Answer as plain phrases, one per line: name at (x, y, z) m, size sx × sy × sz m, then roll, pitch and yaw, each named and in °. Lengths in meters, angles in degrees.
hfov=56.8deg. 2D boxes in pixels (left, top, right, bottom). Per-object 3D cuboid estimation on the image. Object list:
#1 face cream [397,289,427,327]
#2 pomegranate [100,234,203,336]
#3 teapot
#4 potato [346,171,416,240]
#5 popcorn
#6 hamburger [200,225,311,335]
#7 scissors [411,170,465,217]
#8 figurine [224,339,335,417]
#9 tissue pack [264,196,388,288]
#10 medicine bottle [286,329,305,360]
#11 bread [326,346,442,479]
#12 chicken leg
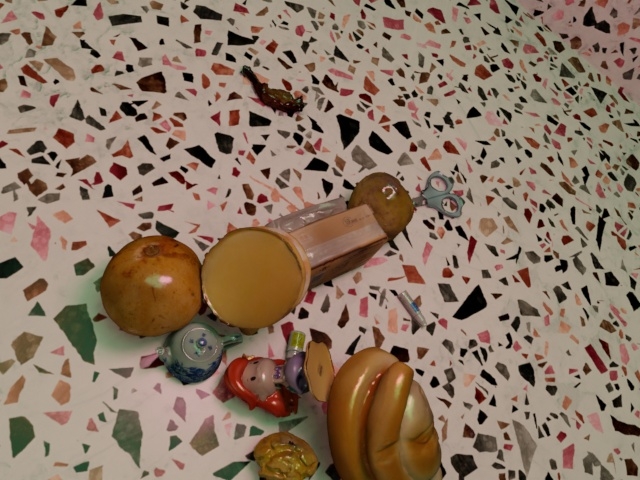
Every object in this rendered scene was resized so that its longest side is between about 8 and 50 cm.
face cream at (0.299, 0.222, 1.908) m, size 0.034 × 0.034 × 0.130 m, roll -30°, pitch 81°, yaw -32°
pomegranate at (-0.420, 0.124, 1.497) m, size 0.265 × 0.264 × 0.264 m, roll 10°, pitch 63°, yaw -20°
teapot at (-0.316, 0.279, 1.533) m, size 0.232 × 0.159 × 0.158 m, roll -7°, pitch 70°, yaw -27°
potato at (0.194, -0.112, 1.878) m, size 0.230 × 0.266 × 0.229 m, roll 5°, pitch 69°, yaw -14°
popcorn at (-0.091, 0.559, 1.514) m, size 0.167 × 0.152 × 0.148 m, roll 23°, pitch 20°, yaw 13°
hamburger at (-0.163, 0.111, 1.541) m, size 0.261 × 0.186 × 0.302 m, roll 16°, pitch 91°, yaw 10°
scissors at (0.360, -0.142, 2.110) m, size 0.361 × 0.029 × 0.191 m, roll -15°, pitch 75°, yaw -30°
figurine at (-0.103, 0.372, 1.554) m, size 0.208 × 0.257 × 0.180 m, roll 18°, pitch 60°, yaw -61°
tissue pack at (0.000, 0.000, 1.773) m, size 0.306 × 0.238 × 0.238 m, roll -22°, pitch 77°, yaw -30°
medicine bottle at (-0.071, 0.302, 1.692) m, size 0.047 × 0.047 × 0.083 m, roll 20°, pitch 59°, yaw -15°
bread at (0.188, 0.486, 1.548) m, size 0.329 × 0.246 × 0.423 m, roll -44°, pitch 123°, yaw -56°
chicken leg at (-0.170, -0.511, 2.030) m, size 0.253 × 0.051 × 0.105 m, roll 32°, pitch 51°, yaw -7°
